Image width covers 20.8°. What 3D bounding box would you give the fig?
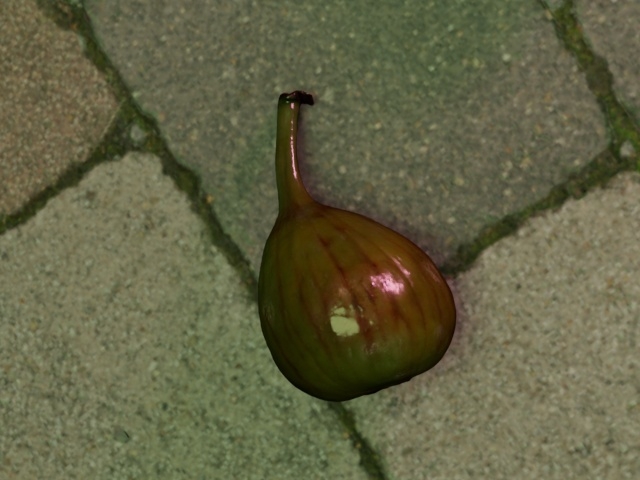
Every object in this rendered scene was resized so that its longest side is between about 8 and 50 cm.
[{"bbox_3d":[0.000,0.000,1.375,0.151,0.151,0.259,-27,83,17],"label":"fig"}]
